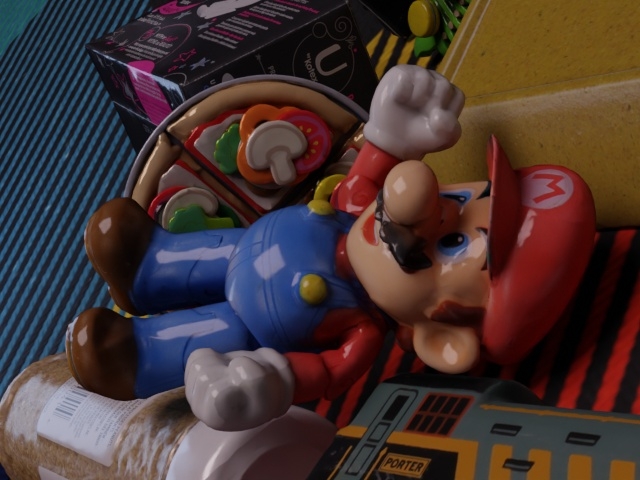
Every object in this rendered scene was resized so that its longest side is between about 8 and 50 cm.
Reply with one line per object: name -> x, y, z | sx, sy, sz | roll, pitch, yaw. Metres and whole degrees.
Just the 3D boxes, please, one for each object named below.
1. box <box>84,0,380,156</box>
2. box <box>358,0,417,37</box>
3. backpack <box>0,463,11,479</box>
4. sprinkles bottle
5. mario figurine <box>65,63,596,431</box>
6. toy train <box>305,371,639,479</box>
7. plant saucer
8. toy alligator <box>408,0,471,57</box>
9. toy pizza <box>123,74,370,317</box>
box -> -0.055, -0.096, 1.222 | 0.142, 0.163, 0.247 | -29, 23, -14
box -> 0.099, -0.380, 1.325 | 0.296, 0.182, 0.294 | -40, 29, 23
backpack -> -0.300, 0.220, 1.337 | 0.098, 0.101, 0.120 | -26, 42, 45
sprinkles bottle -> -0.110, 0.151, 1.099 | 0.355, 0.121, 0.121 | 5, 62, 59
mario figurine -> 0.000, 0.000, 0.940 | 0.320, 0.170, 0.198 | -10, 88, 18
toy train -> 0.101, 0.158, 0.762 | 0.334, 0.142, 0.190 | -4, 45, 56
plant saucer -> 0.203, -0.165, 1.025 | 0.333, 0.081, 0.333 | -4, 55, 56
toy alligator -> 0.116, -0.192, 1.181 | 0.051, 0.056, 0.190 | 59, 143, 28
toy pizza -> -0.033, -0.011, 1.079 | 0.201, 0.201, 0.032 | -53, 15, 1
